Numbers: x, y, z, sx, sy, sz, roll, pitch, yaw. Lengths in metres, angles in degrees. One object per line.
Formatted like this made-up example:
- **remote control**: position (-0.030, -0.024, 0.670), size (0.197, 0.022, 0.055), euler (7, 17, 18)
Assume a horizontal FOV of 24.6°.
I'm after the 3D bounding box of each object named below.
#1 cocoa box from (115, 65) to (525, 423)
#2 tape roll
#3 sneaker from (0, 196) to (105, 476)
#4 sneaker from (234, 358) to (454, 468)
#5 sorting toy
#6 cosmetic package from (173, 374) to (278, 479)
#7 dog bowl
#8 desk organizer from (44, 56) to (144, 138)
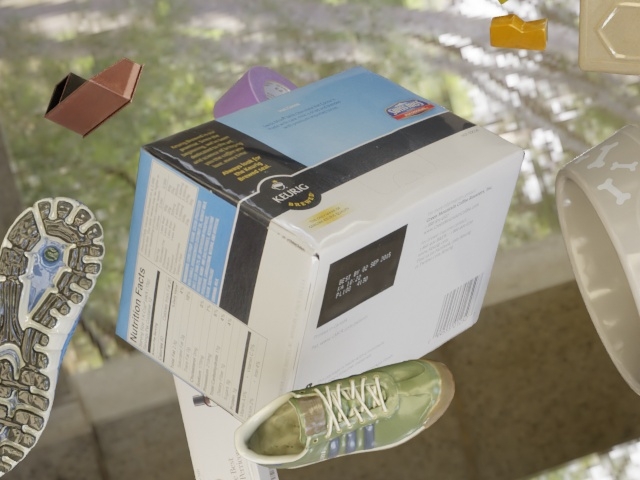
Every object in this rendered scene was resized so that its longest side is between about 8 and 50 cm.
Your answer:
- **cocoa box**: position (0.000, 0.000, 1.478), size (0.228, 0.347, 0.231), euler (31, -54, 28)
- **tape roll**: position (-0.062, -0.162, 2.163), size (0.189, 0.080, 0.189), euler (39, 25, -22)
- **sneaker**: position (-0.314, 0.107, 1.540), size (0.330, 0.130, 0.147), euler (-61, -175, 4)
- **sneaker**: position (0.013, 0.148, 1.223), size (0.086, 0.192, 0.064), euler (14, 56, -59)
- **sorting toy**: position (0.329, -0.259, 1.527), size (0.229, 0.307, 0.041), euler (79, 23, -49)
- **cosmetic package**: position (-0.136, 0.223, 1.981), size (0.060, 0.099, 0.239), euler (-8, 85, -66)
- **dog bowl**: position (0.392, 0.037, 1.813), size (0.349, 0.102, 0.348), euler (161, -90, -87)
- **desk organizer**: position (-0.239, -0.155, 1.541), size (0.130, 0.050, 0.047), euler (-24, -134, 56)
